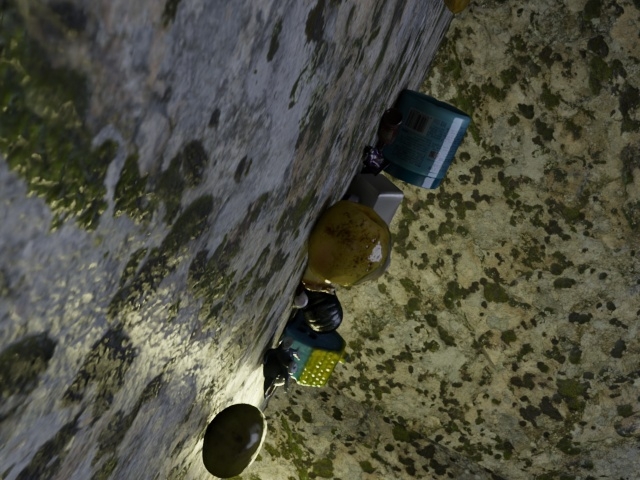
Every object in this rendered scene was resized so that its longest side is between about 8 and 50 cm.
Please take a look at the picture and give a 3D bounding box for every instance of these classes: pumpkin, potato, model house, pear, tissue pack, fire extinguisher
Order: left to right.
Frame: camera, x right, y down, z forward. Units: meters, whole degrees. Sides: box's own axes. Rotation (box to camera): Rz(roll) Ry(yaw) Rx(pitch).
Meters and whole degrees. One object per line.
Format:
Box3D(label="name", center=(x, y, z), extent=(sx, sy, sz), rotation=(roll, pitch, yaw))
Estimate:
Box3D(label="potato", center=(-0.224, 0.517, 1.310), extent=(0.197, 0.148, 0.228), rotation=(-41, 164, -11))
Box3D(label="model house", center=(-0.040, 0.479, 2.182), extent=(0.215, 0.303, 0.237), rotation=(-43, 160, -57))
Box3D(label="pumpkin", center=(0.004, 0.281, 2.097), extent=(0.220, 0.162, 0.220), rotation=(-16, 90, -85))
Box3D(label="pear", center=(0.080, 0.013, 1.523), extent=(0.271, 0.271, 0.271), rotation=(-63, 174, -11))
Box3D(label="tissue pack", center=(0.191, -0.127, 2.007), extent=(0.136, 0.159, 0.246), rotation=(-4, 130, -38))
Box3D(label="fire extinguisher", center=(0.253, -0.420, 1.983), extent=(0.106, 0.075, 0.252), rotation=(-35, 170, -10))

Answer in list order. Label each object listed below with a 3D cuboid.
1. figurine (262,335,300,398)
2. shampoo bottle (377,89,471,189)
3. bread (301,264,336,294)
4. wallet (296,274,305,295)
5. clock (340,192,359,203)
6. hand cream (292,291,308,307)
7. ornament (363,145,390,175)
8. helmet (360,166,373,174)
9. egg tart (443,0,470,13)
Box3D(label="figurine", center=(-0.150, 0.460, 1.857), extent=(0.265, 0.140, 0.193), rotation=(88, 2, -52))
Box3D(label="shampoo bottle", center=(0.448, -0.452, 2.243), extent=(0.331, 0.331, 0.342), rotation=(-53, 166, -64))
Box3D(label="bread", center=(-0.006, 0.100, 1.785), extent=(0.152, 0.127, 0.147), rotation=(-134, -120, -68))
Box3D(label="wallet", center=(-0.042, 0.129, 1.889), extent=(0.176, 0.026, 0.095), rotation=(-48, 163, -55))
Box3D(label="clock", center=(0.074, -0.043, 1.897), extent=(0.253, 0.083, 0.186), rotation=(-67, 174, 29))
Box3D(label="hand cream", center=(-0.081, 0.222, 1.906), extent=(0.084, 0.053, 0.142), rotation=(-63, -170, -5))
Box3D(label="ornament", center=(0.205, -0.316, 1.883), extent=(0.081, 0.088, 0.203), rotation=(-42, 166, 3))
Box3D(label="helmet", center=(0.206, -0.277, 2.133), extent=(0.098, 0.070, 0.123), rotation=(-57, -179, -6))
Box3D(label="egg tart", center=(0.340, -0.699, 1.174), extent=(0.319, 0.128, 0.318), rotation=(24, 90, -85))
